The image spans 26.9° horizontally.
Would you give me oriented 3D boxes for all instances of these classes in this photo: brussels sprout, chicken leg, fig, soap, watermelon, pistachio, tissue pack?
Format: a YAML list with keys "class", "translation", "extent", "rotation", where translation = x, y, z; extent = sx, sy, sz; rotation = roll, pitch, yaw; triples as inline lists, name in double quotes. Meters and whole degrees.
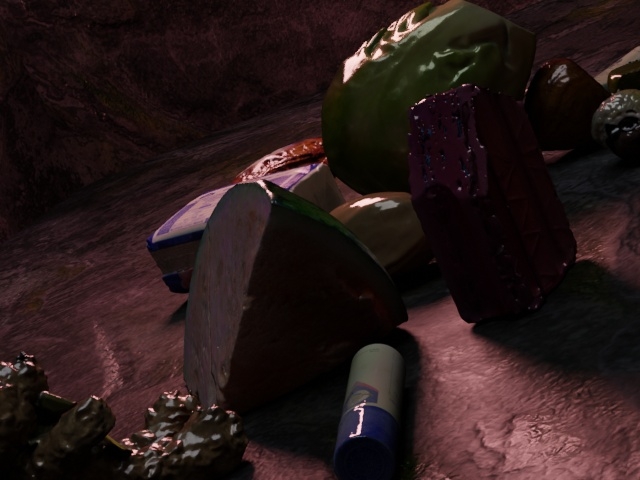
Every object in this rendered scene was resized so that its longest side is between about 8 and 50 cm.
- class: "brussels sprout"
  translation: [0.166, -0.202, 2.005]
  extent: [0.354, 0.281, 0.289]
  rotation: [-54, -14, 18]
- class: "chicken leg"
  translation: [-0.128, -0.106, 2.667]
  extent: [0.407, 0.095, 0.158]
  rotation: [-28, 8, -4]
- class: "fig"
  translation: [0.349, -0.166, 1.999]
  extent: [0.201, 0.146, 0.134]
  rotation: [-58, 26, 8]
- class: "soap"
  translation: [0.187, -0.054, 1.482]
  extent: [0.099, 0.250, 0.162]
  rotation: [-11, 17, 42]
- class: "watermelon"
  translation: [-0.029, 0.077, 1.621]
  extent: [0.222, 0.319, 0.292]
  rotation: [8, 13, -14]
- class: "pistachio"
  translation: [0.067, 0.005, 1.776]
  extent: [0.226, 0.135, 0.136]
  rotation: [-22, 11, 40]
- class: "tissue pack"
  translation: [-0.116, -0.015, 2.180]
  extent: [0.270, 0.137, 0.209]
  rotation: [-14, 16, 30]

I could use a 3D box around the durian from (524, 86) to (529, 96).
- class: "durian"
  translation: [0.306, -0.265, 2.484]
  extent: [0.189, 0.091, 0.148]
  rotation: [-16, 15, 28]

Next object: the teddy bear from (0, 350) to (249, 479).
- class: "teddy bear"
  translation: [-0.258, 0.190, 1.393]
  extent: [0.296, 0.222, 0.246]
  rotation: [-30, 11, -24]

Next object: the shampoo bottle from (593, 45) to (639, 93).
- class: "shampoo bottle"
  translation: [0.503, -0.278, 2.254]
  extent: [0.212, 0.049, 0.072]
  rotation: [-33, 11, -34]

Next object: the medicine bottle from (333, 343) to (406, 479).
- class: "medicine bottle"
  translation: [0.049, 0.165, 1.280]
  extent: [0.059, 0.059, 0.231]
  rotation: [-22, 12, 11]

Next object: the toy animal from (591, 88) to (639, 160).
- class: "toy animal"
  translation: [0.434, -0.154, 1.821]
  extent: [0.137, 0.098, 0.098]
  rotation: [-2, -3, -36]

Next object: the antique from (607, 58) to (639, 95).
- class: "antique"
  translation: [0.522, -0.230, 1.902]
  extent: [0.221, 0.080, 0.081]
  rotation: [-14, 15, 20]
